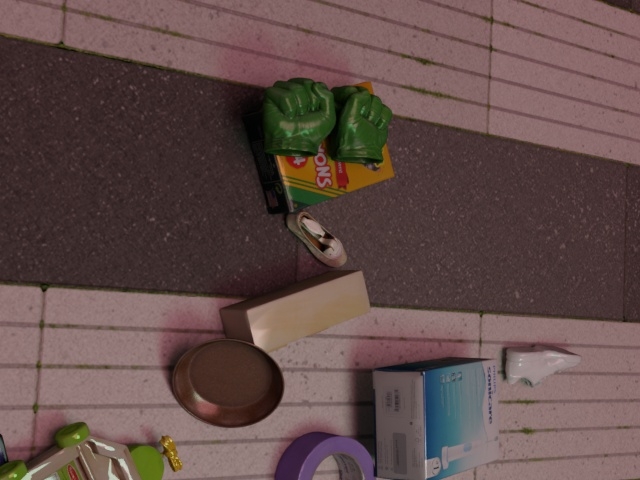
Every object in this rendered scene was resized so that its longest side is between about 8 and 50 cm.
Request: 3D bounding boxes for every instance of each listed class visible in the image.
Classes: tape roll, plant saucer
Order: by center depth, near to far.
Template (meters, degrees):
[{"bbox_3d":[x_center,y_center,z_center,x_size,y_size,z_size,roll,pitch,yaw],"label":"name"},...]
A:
[{"bbox_3d":[-0.162,0.246,1.731,0.198,0.198,0.036,50,20,-23],"label":"plant saucer"},{"bbox_3d":[0.011,0.466,1.874,0.189,0.080,0.189,1,88,-36],"label":"tape roll"}]

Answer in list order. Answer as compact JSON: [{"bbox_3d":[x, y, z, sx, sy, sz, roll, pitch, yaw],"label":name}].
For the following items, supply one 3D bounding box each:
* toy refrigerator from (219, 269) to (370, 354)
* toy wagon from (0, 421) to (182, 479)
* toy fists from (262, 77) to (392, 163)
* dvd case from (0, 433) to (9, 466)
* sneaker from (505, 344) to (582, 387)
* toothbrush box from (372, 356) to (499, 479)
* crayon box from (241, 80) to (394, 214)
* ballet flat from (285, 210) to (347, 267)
[{"bbox_3d":[-0.044,0.135,1.838,0.269,0.102,0.094,-17,98,-35],"label":"toy refrigerator"},{"bbox_3d":[-0.378,0.434,1.598,0.344,0.068,0.267,-31,107,-39],"label":"toy wagon"},{"bbox_3d":[0.015,-0.225,1.802,0.279,0.096,0.142,2,85,-33],"label":"toy fists"},{"bbox_3d":[-0.555,0.446,1.512,0.180,0.022,0.253,-15,96,-36],"label":"dvd case"},{"bbox_3d":[0.506,0.293,2.245,0.212,0.080,0.094,3,98,-28],"label":"sneaker"},{"bbox_3d":[0.239,0.353,1.969,0.295,0.126,0.216,0,88,-51],"label":"toothbrush box"},{"bbox_3d":[0.021,-0.190,1.911,0.318,0.081,0.202,-21,100,-34],"label":"crayon box"},{"bbox_3d":[0.000,0.000,1.904,0.168,0.052,0.057,38,67,-28],"label":"ballet flat"}]
